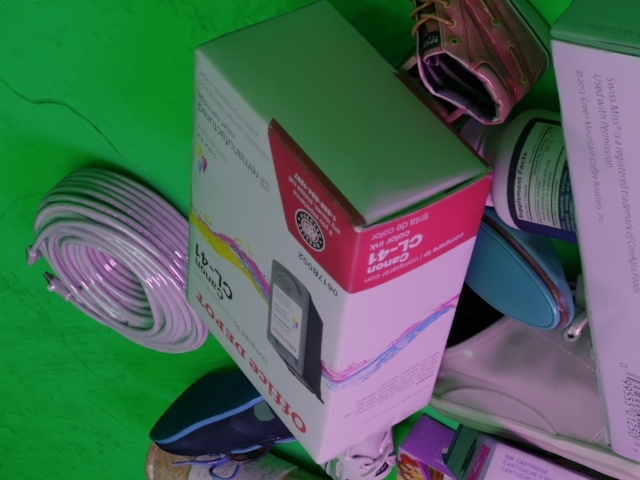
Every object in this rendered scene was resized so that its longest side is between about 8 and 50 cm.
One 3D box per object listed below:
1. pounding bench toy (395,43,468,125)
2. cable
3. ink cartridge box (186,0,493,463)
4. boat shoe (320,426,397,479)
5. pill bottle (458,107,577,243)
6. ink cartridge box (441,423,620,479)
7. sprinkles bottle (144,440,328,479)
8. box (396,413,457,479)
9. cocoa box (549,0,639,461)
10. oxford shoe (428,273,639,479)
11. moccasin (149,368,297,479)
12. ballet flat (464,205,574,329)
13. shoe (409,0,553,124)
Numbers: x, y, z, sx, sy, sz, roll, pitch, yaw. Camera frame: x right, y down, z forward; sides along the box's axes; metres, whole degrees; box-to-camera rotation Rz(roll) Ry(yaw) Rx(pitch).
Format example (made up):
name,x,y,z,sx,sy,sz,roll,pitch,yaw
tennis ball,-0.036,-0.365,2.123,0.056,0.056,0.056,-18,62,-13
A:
name,x,y,z,sx,sy,sz,roll,pitch,yaw
pounding bench toy,0.089,-0.120,0.982,0.065,0.052,0.083,43,150,-7
cable,-0.227,0.028,1.505,0.257,0.089,0.257,37,150,3
ink cartridge box,0.000,0.000,1.022,0.226,0.131,0.306,48,148,30
boat shoe,0.053,0.235,1.456,0.084,0.095,0.258,54,166,18
pill bottle,0.185,-0.047,0.932,0.169,0.094,0.094,16,143,36
ink cartridge box,0.218,0.231,1.182,0.185,0.065,0.311,22,175,1
sprinkles bottle,-0.082,0.354,1.750,0.355,0.121,0.121,17,143,35
box,0.186,0.343,1.499,0.200,0.057,0.293,28,148,21
cocoa box,0.295,-0.027,0.699,0.231,0.228,0.347,18,144,34
oxford shoe,0.241,0.095,1.010,0.449,0.169,0.130,6,123,47
moccasin,-0.111,0.245,1.622,0.117,0.138,0.342,43,151,-16
ballet flat,0.131,-0.010,1.040,0.247,0.087,0.083,30,139,42
shoe,0.088,-0.166,0.892,0.178,0.081,0.063,46,150,-11
